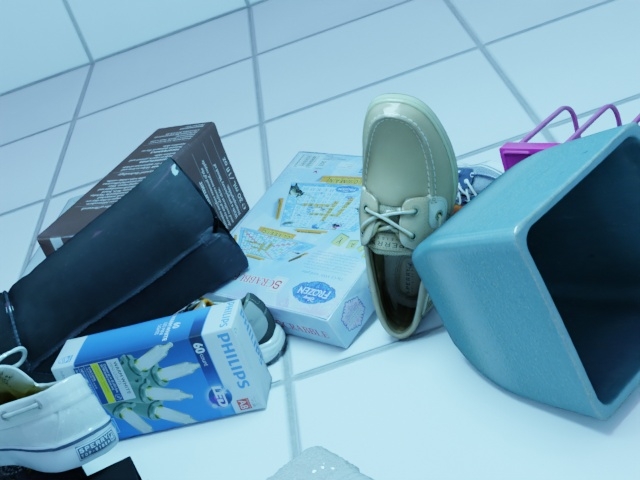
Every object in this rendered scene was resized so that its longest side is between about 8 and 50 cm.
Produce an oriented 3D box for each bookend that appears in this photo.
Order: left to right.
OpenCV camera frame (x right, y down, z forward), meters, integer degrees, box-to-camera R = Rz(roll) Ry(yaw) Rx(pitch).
[{"bbox_3d":[-0.278,0.316,1.342,0.156,0.072,0.157,-25,26,-10],"label":"bookend"}]

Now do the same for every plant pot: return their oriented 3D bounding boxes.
[{"bbox_3d":[0.260,0.036,1.317,0.248,0.247,0.252,-38,19,-31],"label":"plant pot"}]

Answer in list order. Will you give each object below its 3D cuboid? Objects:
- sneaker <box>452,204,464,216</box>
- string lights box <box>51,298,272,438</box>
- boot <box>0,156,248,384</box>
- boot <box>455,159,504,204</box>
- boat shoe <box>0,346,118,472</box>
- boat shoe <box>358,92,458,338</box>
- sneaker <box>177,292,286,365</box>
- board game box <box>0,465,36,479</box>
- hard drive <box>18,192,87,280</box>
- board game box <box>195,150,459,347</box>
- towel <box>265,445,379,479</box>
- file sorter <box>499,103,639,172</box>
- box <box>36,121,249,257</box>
[{"bbox_3d":[0.164,-0.042,1.706,0.175,0.067,0.064,0,32,33],"label":"sneaker"},{"bbox_3d":[-0.210,0.178,1.484,0.260,0.133,0.077,-14,25,14],"label":"string lights box"},{"bbox_3d":[-0.367,0.031,1.559,0.445,0.367,0.146,-32,46,0],"label":"boot"},{"bbox_3d":[0.228,-0.078,1.741,0.086,0.069,0.190,-41,24,-22],"label":"boot"},{"bbox_3d":[-0.410,0.207,1.430,0.136,0.156,0.367,-27,13,-40],"label":"boat shoe"},{"bbox_3d":[0.109,-0.024,1.416,0.122,0.341,0.110,6,38,22],"label":"boat shoe"},{"bbox_3d":[-0.189,0.138,1.577,0.271,0.108,0.100,-16,28,13],"label":"sneaker"},{"bbox_3d":[-0.415,0.321,1.482,0.126,0.026,0.186,-10,29,24],"label":"board game box"},{"bbox_3d":[-0.435,-0.017,2.119,0.203,0.040,0.307,-14,28,14],"label":"hard drive"},{"bbox_3d":[0.000,0.000,1.671,0.319,0.066,0.318,10,52,46],"label":"board game box"},{"bbox_3d":[-0.051,0.331,1.178,0.282,0.049,0.187,-35,30,-26],"label":"towel"},{"bbox_3d":[0.418,-0.065,1.420,0.291,0.202,0.182,6,34,43],"label":"file sorter"},{"bbox_3d":[-0.288,-0.032,1.872,0.143,0.191,0.381,-3,32,32],"label":"box"}]
